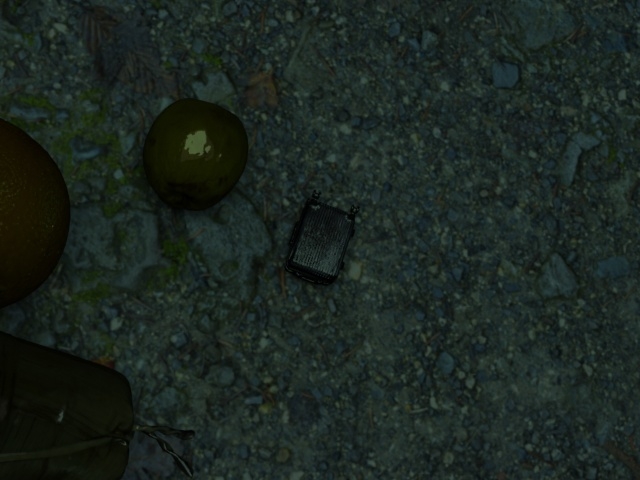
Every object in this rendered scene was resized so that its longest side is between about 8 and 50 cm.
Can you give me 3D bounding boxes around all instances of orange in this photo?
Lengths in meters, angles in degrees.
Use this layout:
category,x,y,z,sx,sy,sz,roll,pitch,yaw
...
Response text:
category,x,y,z,sx,sy,sz,roll,pitch,yaw
orange,-0.462,-0.033,1.745,0.274,0.274,0.274,3,75,-12

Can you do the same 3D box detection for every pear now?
category,x,y,z,sx,sy,sz,roll,pitch,yaw
pear,-0.180,-0.125,1.902,0.149,0.149,0.162,19,77,-8

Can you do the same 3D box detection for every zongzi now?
category,x,y,z,sx,sy,sz,roll,pitch,yaw
zongzi,-0.464,0.343,1.741,0.500,0.218,0.467,20,101,-22

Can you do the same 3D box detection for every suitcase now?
category,x,y,z,sx,sy,sz,roll,pitch,yaw
suitcase,0.000,0.000,1.955,0.086,0.059,0.126,20,72,-6
